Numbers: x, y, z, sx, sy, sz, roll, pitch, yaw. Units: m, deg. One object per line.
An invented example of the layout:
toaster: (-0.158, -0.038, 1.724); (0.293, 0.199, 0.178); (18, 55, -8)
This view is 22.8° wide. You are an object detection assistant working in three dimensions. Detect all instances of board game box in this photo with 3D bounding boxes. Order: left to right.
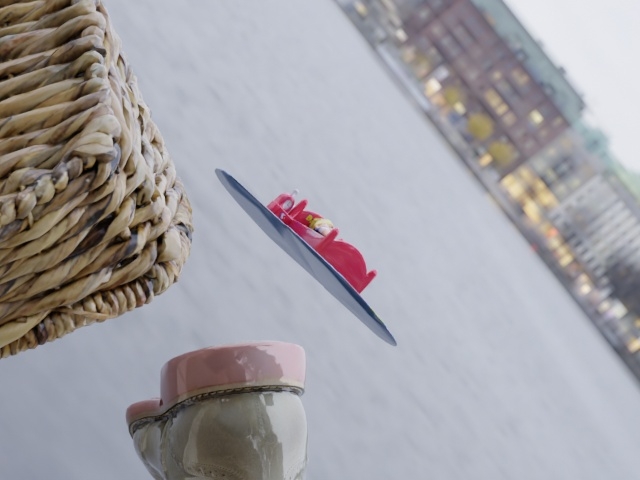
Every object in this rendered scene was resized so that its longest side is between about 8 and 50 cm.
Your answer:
board game box: (0.000, 0.000, 1.059); (0.168, 0.033, 0.133); (42, -7, 21)

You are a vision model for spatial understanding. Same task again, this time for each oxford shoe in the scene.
oxford shoe: (-0.088, 0.196, 1.337); (0.397, 0.140, 0.147); (110, -27, -72)

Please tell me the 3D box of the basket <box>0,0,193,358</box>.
basket: (-0.226, 0.012, 0.914); (0.223, 0.299, 0.213); (73, -1, -50)
